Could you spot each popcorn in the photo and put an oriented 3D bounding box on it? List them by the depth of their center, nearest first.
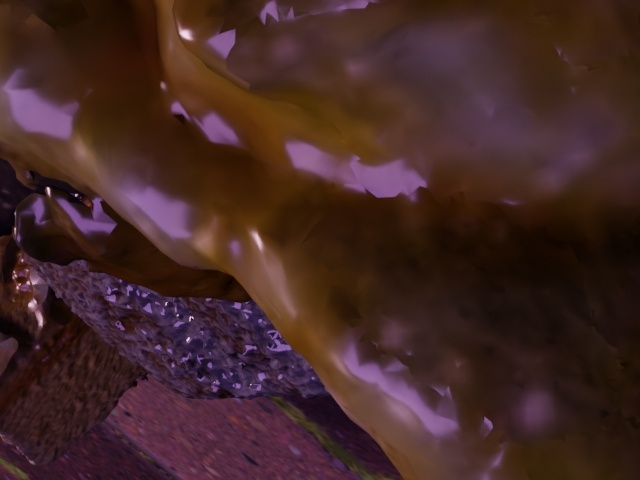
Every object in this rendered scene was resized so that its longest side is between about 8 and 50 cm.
[{"bbox_3d":[0.064,-0.095,0.623,0.326,0.321,0.290,-6,118,28],"label":"popcorn"}]

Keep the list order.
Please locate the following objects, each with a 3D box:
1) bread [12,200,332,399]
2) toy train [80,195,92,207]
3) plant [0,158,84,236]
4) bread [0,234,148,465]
[{"bbox_3d":[0.000,0.000,0.989,0.165,0.113,0.416,48,151,-22],"label":"bread"},{"bbox_3d":[-0.018,-0.064,0.832,0.074,0.176,0.118,44,153,-16],"label":"toy train"},{"bbox_3d":[-0.123,-0.092,0.947,0.142,0.131,0.203,37,138,-3],"label":"plant"},{"bbox_3d":[-0.181,0.059,1.251,0.127,0.152,0.147,25,161,20],"label":"bread"}]
